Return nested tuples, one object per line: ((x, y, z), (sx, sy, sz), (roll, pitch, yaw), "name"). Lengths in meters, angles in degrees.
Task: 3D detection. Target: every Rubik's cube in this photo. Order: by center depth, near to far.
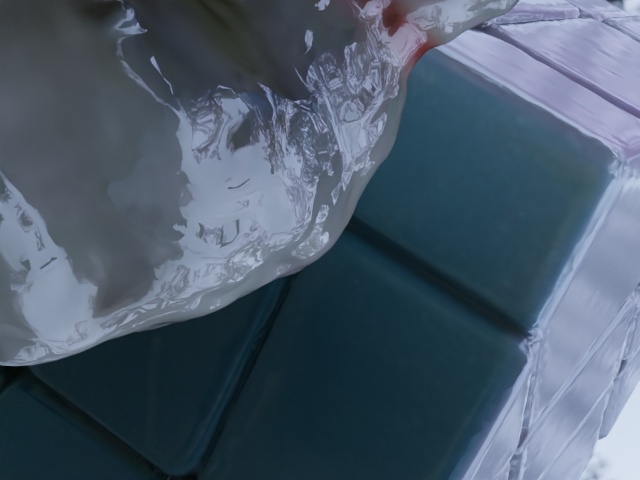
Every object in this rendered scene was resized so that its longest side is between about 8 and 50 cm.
((0.000, 0.000, 0.812), (0.316, 0.319, 0.322), (35, -67, 19), "Rubik's cube")

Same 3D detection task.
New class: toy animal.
((-0.033, -0.090, 0.454), (0.188, 0.308, 0.266), (0, -103, 25), "toy animal")
